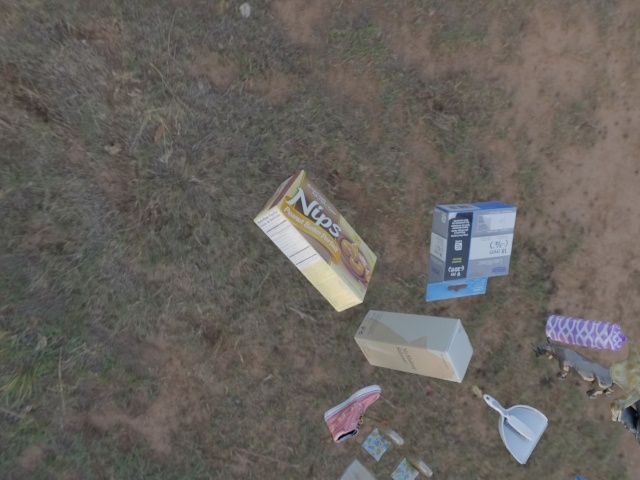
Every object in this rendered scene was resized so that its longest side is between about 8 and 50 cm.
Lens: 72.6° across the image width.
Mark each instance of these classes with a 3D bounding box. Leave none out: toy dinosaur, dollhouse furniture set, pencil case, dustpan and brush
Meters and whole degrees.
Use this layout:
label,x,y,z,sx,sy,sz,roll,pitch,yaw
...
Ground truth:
label,x,y,z,sx,sy,sz,roll,pitch,yaw
toy dinosaur,0.561,0.235,0.764,0.183,0.093,0.053,-57,153,-29
dollhouse furniture set,0.207,0.791,1.207,0.394,0.256,0.362,47,69,-6
pencil case,0.803,0.282,1.337,0.088,0.206,0.086,24,77,-35
dustpan and brush,0.527,0.497,1.207,0.211,0.060,0.147,39,75,6

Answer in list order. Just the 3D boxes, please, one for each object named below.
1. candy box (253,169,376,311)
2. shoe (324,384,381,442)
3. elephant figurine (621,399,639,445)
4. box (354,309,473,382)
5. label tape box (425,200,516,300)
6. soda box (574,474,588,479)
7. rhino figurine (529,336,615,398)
label,x,y,z,sx,sy,sz,roll,pitch,yaw
candy box,0.000,0.000,1.081,0.088,0.183,0.316,-30,110,34
shoe,0.097,0.465,1.167,0.178,0.081,0.063,-34,136,8
elephant figurine,1.021,0.567,1.337,0.186,0.169,0.239,35,63,21
box,0.276,0.310,1.312,0.121,0.311,0.148,-52,124,-35
label tape box,0.479,0.051,1.399,0.241,0.106,0.333,-5,108,-15
soda box,0.715,0.657,1.041,0.210,0.067,0.071,22,97,14
rhino figurine,0.739,0.364,1.287,0.073,0.243,0.106,-34,136,-30
